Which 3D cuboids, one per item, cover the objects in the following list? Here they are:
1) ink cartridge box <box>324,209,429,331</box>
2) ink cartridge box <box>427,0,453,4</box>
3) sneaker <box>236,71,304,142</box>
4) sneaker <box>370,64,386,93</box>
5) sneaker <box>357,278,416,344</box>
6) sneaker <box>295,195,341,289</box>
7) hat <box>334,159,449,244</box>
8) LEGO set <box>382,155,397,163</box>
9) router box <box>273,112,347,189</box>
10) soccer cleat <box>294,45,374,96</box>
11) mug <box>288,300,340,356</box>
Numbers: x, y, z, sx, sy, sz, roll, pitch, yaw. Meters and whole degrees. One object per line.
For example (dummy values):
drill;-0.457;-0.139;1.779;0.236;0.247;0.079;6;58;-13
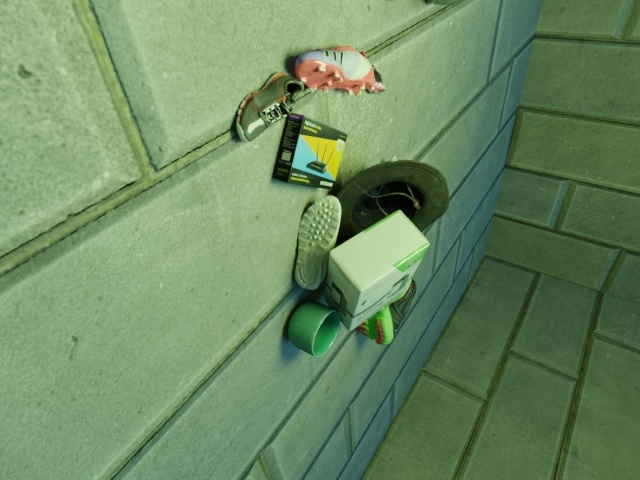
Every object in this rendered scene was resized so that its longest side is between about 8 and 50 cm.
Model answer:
ink cartridge box;0.131;0.087;1.045;0.211;0.121;0.289;-32;156;-18
ink cartridge box;0.329;-0.707;1.009;0.224;0.045;0.223;-92;-174;-64
sneaker;-0.083;-0.231;0.708;0.158;0.064;0.061;-59;150;-19
sneaker;0.117;-0.393;0.983;0.119;0.047;0.057;0;86;-60
sneaker;0.223;0.148;1.381;0.202;0.185;0.483;-47;155;-37
sneaker;0.000;0.000;0.996;0.095;0.090;0.235;-27;138;-62
hat;0.163;-0.114;1.094;0.331;0.331;0.134;71;6;-49
LEGO set;0.220;-0.128;1.245;0.087;0.093;0.227;-46;115;-34
router box;-0.017;-0.182;0.872;0.179;0.046;0.133;-3;111;-59
soccer cleat;0.028;-0.352;0.828;0.248;0.083;0.095;-14;90;-51
mug;-0.020;0.230;1.079;0.129;0.097;0.158;-56;149;-24
